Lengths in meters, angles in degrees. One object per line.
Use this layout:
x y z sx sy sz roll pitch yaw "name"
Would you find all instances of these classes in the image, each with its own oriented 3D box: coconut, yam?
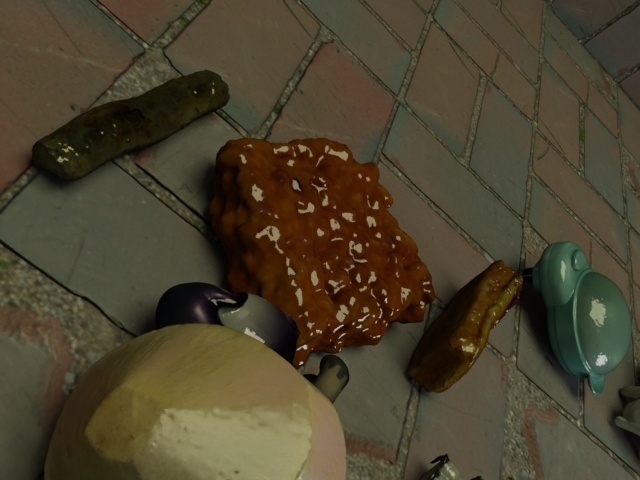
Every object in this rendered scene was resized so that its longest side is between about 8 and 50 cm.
-0.110 0.196 0.580 0.259 0.259 0.259 24 49 -31 "coconut"
-0.225 -0.154 0.859 0.317 0.071 0.067 -44 133 -50 "yam"

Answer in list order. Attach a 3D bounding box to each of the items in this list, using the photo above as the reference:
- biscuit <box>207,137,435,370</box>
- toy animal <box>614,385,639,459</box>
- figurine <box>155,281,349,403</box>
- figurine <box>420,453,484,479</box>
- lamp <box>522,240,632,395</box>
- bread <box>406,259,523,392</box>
0.000 0.000 0.941 0.312 0.110 0.318 -8 69 -44 "biscuit"
0.708 0.331 1.371 0.141 0.138 0.282 52 44 2 "toy animal"
-0.089 0.134 0.742 0.222 0.145 0.145 40 41 0 "figurine"
0.225 0.398 0.892 0.246 0.110 0.138 52 36 9 "figurine"
0.505 0.136 1.307 0.284 0.147 0.209 55 43 1 "lamp"
0.238 0.128 1.063 0.077 0.139 0.271 46 38 4 "bread"
